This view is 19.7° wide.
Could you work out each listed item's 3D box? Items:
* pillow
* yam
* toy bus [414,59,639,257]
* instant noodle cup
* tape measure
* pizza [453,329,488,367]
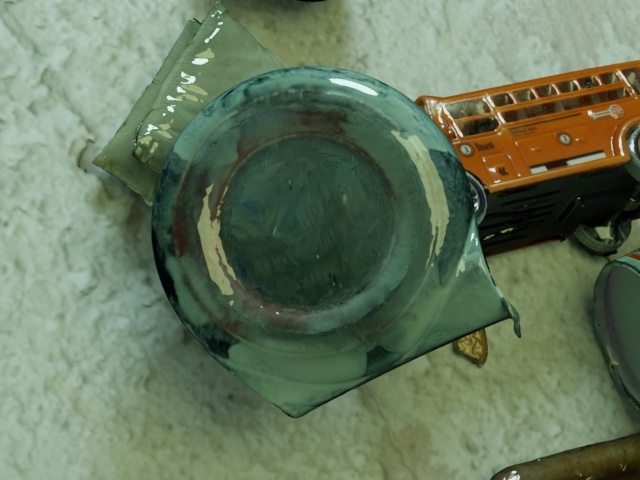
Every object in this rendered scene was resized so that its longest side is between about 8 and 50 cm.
[{"bbox_3d":[-0.094,-0.104,1.598,0.134,0.078,0.181,36,62,-16],"label":"pillow"},{"bbox_3d":[0.262,0.204,1.668,0.264,0.046,0.046,-9,77,-28],"label":"yam"},{"bbox_3d":[0.172,-0.062,1.667,0.329,0.143,0.153,-14,66,-26],"label":"toy bus"},{"bbox_3d":[0.350,0.073,1.679,0.153,0.205,0.205,-17,80,-17],"label":"instant noodle cup"},{"bbox_3d":[0.000,0.000,1.470,0.256,0.147,0.275,-25,82,3],"label":"tape measure"},{"bbox_3d":[0.129,0.077,1.670,0.037,0.016,0.083,-23,87,-29],"label":"pizza"}]
